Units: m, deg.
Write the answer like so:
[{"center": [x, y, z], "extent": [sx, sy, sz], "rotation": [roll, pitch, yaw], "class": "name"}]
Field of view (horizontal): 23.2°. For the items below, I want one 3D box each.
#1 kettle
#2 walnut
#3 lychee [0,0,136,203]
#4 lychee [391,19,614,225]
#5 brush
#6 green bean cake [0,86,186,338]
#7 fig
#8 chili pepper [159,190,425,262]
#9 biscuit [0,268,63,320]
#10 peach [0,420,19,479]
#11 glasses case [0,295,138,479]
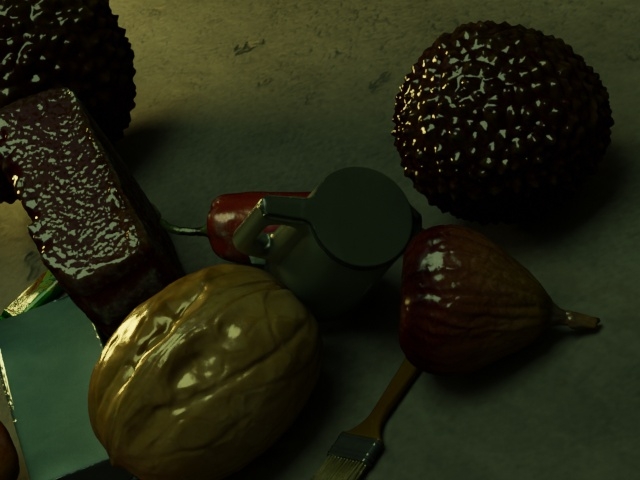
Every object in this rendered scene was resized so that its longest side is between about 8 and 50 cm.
[{"center": [0.004, -0.004, 1.304], "extent": [0.098, 0.127, 0.148], "rotation": [-54, 1, -22], "class": "kettle"}, {"center": [-0.094, 0.110, 1.268], "extent": [0.206, 0.159, 0.159], "rotation": [-43, 36, -17], "class": "walnut"}, {"center": [-0.336, -0.161, 1.697], "extent": [0.267, 0.267, 0.267], "rotation": [-20, 36, 15], "class": "lychee"}, {"center": [0.157, -0.099, 1.325], "extent": [0.188, 0.188, 0.188], "rotation": [-20, 36, 15], "class": "lychee"}, {"center": [0.045, 0.141, 1.245], "extent": [0.043, 0.014, 0.170], "rotation": [7, 49, 40], "class": "brush"}, {"center": [-0.213, -0.015, 1.479], "extent": [0.097, 0.198, 0.233], "rotation": [-32, 39, 2], "class": "green bean cake"}, {"center": [0.124, 0.061, 1.218], "extent": [0.153, 0.119, 0.119], "rotation": [31, 65, 25], "class": "fig"}, {"center": [-0.027, -0.013, 1.447], "extent": [0.272, 0.063, 0.071], "rotation": [-1, 54, 22], "class": "chili pepper"}, {"center": [-0.290, 0.057, 1.601], "extent": [0.089, 0.016, 0.046], "rotation": [-44, 36, -18], "class": "biscuit"}, {"center": [-0.319, 0.200, 1.383], "extent": [0.100, 0.101, 0.101], "rotation": [-20, 36, 15], "class": "peach"}, {"center": [-0.227, 0.147, 1.417], "extent": [0.105, 0.056, 0.266], "rotation": [-20, 33, -10], "class": "glasses case"}]
